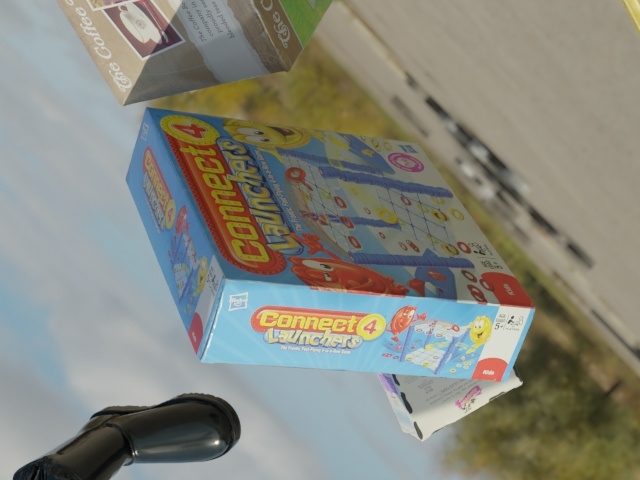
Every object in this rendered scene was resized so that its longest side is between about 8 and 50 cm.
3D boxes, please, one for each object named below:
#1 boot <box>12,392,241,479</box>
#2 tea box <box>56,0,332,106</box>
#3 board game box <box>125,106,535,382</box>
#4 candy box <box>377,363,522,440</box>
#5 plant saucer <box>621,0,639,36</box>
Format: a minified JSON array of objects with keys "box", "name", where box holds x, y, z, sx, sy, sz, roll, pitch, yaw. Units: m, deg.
[{"box":[-0.248,0.281,1.999,0.207,0.246,0.094,-39,-61,-56],"name":"boot"},{"box":[-0.130,-0.366,1.546,0.329,0.220,0.323,60,-141,-31],"name":"tea box"},{"box":[0.000,0.000,1.461,0.302,0.086,0.308,6,-150,-25],"name":"board game box"},{"box":[0.151,0.138,2.061,0.196,0.165,0.070,66,163,-12],"name":"candy box"},{"box":[0.285,-0.218,1.097,0.333,0.081,0.333,57,167,-22],"name":"plant saucer"}]
